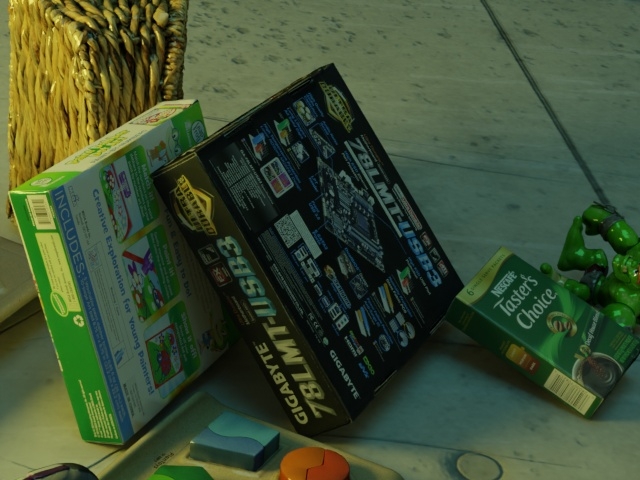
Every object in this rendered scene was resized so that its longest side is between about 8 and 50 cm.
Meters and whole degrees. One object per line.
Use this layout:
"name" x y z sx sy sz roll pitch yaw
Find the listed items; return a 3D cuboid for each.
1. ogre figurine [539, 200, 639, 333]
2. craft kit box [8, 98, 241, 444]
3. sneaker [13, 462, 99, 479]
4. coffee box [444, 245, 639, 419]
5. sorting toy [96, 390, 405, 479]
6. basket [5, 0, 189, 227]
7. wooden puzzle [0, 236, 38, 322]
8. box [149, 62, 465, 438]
"ogre figurine" 0.312 0.044 1.656 0.118 0.097 0.197 21 33 20
"craft kit box" -0.167 0.023 1.407 0.061 0.250 0.246 0 22 32
"sneaker" -0.239 0.255 1.117 0.223 0.083 0.098 -36 34 -29
"coffee box" 0.231 0.093 1.548 0.184 0.040 0.113 36 45 14
"sorting toy" -0.085 0.236 1.265 0.229 0.041 0.307 22 32 21
"basket" -0.194 -0.123 1.594 0.223 0.299 0.213 -11 31 -33
"wooden puzzle" -0.463 0.054 1.450 0.322 0.081 0.348 20 27 18
"box" 0.000 0.000 1.487 0.073 0.296 0.293 -25 10 34
